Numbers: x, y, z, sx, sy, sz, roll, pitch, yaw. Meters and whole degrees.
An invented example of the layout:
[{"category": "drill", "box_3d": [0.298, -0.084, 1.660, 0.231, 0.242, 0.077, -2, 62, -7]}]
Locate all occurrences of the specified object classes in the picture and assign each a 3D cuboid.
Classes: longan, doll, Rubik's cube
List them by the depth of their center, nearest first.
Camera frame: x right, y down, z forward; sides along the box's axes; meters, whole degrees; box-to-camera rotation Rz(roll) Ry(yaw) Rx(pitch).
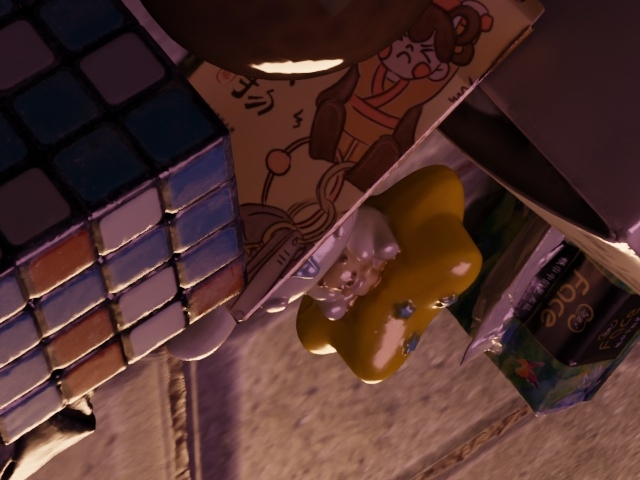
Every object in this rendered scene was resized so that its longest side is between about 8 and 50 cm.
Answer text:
[{"category": "longan", "box_3d": [-0.005, -0.098, 0.530, 0.113, 0.092, 0.113, -26, 143, -22]}, {"category": "Rubik's cube", "box_3d": [-0.085, -0.015, 0.555, 0.092, 0.092, 0.092, -32, 154, -16]}, {"category": "doll", "box_3d": [0.005, -0.006, 0.752, 0.113, 0.071, 0.135, -2, 132, -27]}]

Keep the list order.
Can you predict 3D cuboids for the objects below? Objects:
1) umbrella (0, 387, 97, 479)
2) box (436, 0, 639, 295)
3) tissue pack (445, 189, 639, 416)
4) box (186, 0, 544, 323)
[{"category": "umbrella", "box_3d": [-0.142, 0.078, 0.674, 0.235, 0.059, 0.066, -38, 173, -3]}, {"category": "box", "box_3d": [0.193, -0.126, 0.708, 0.333, 0.145, 0.173, -43, 153, 6]}, {"category": "tissue pack", "box_3d": [0.110, 0.013, 0.891, 0.079, 0.085, 0.111, -9, 141, -48]}, {"category": "box", "box_3d": [-0.001, -0.048, 0.645, 0.149, 0.073, 0.020, -46, 180, 10]}]
